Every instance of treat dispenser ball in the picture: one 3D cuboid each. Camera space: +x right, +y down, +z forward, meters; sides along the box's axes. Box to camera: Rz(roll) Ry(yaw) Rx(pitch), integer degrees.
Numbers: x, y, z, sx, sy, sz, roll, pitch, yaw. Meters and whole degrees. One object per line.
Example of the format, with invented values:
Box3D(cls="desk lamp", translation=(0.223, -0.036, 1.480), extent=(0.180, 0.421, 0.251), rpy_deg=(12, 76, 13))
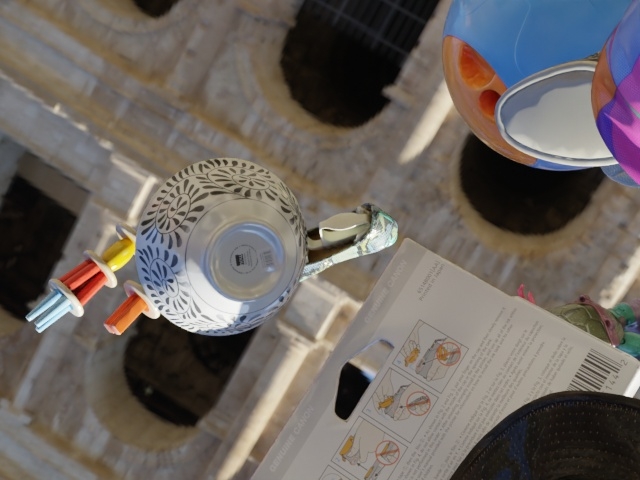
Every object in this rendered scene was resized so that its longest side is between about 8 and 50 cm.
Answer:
Box3D(cls="treat dispenser ball", translation=(0.287, -0.225, 1.210), extent=(0.288, 0.288, 0.288), rpy_deg=(27, -164, -8))

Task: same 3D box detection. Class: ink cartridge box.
Box3D(cls="ink cartridge box", translation=(0.119, 0.184, 0.984), extent=(0.261, 0.296, 0.066), rpy_deg=(30, 172, 25))

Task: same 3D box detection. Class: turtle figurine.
Box3D(cls="turtle figurine", translation=(0.289, 0.120, 1.131), extent=(0.234, 0.118, 0.175), rpy_deg=(-6, -133, -26))

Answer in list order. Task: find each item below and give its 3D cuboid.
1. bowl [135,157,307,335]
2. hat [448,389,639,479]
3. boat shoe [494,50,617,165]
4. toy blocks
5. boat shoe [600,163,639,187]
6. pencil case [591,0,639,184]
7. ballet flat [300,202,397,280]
Box3D(cls="bowl", translation=(-0.077, 0.013, 0.934), extent=(0.170, 0.170, 0.080), rpy_deg=(23, -179, -23))
Box3D(cls="hat", translation=(0.185, 0.279, 0.785), extent=(0.331, 0.331, 0.134), rpy_deg=(41, -165, 35))
Box3D(cls="boat shoe", translation=(0.222, -0.102, 0.699), extent=(0.206, 0.075, 0.065), rpy_deg=(-9, -159, 33))
Box3D(cls="toy blocks", translation=(-0.232, 0.061, 1.115), extent=(0.123, 0.148, 0.054), rpy_deg=(32, 152, 29))
Box3D(cls="boat shoe", translation=(0.343, -0.098, 0.842), extent=(0.076, 0.226, 0.083), rpy_deg=(-9, -97, -51))
Box3D(cls="pencil case", translation=(0.164, -0.085, 0.339), extent=(0.104, 0.104, 0.236), rpy_deg=(31, 170, 6))
Box3D(cls="ballet flat", translation=(0.000, 0.000, 1.255), extent=(0.070, 0.188, 0.070), rpy_deg=(55, -159, -33))
